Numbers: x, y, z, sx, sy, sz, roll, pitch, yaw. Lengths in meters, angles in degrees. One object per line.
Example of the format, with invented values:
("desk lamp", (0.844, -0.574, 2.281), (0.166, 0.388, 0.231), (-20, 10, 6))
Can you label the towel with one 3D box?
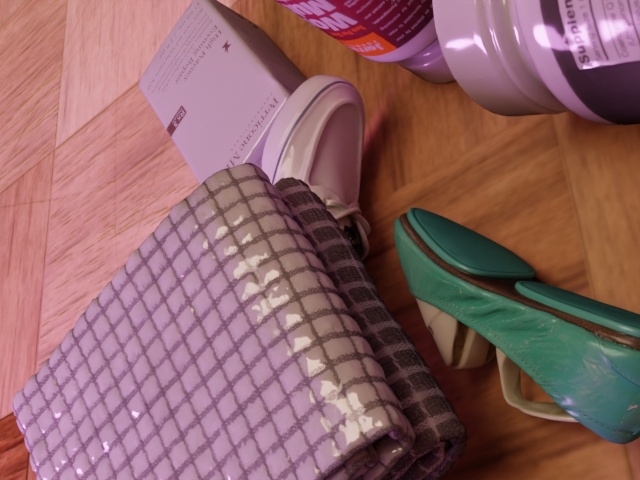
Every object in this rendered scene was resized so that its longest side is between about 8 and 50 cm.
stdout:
("towel", (-0.062, 0.124, 0.707), (0.283, 0.121, 0.235), (-48, 53, 23))

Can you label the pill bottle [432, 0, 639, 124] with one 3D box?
("pill bottle", (0.213, -0.149, 0.592), (0.283, 0.161, 0.161), (-1, 70, 49))

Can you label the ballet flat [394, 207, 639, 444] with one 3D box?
("ballet flat", (0.114, 0.053, 0.665), (0.247, 0.083, 0.087), (32, 110, 53))

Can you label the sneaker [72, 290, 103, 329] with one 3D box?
("sneaker", (-0.161, 0.111, 0.939), (0.229, 0.087, 0.092), (23, 86, 49))

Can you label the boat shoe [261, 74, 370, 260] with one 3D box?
("boat shoe", (0.000, 0.000, 0.822), (0.084, 0.095, 0.258), (12, 91, 47))

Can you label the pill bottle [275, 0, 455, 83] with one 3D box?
("pill bottle", (0.033, -0.205, 0.776), (0.121, 0.221, 0.121), (-25, 53, 38))

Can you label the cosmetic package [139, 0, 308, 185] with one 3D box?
("cosmetic package", (-0.074, -0.120, 0.964), (0.117, 0.085, 0.231), (-54, 39, 14))
